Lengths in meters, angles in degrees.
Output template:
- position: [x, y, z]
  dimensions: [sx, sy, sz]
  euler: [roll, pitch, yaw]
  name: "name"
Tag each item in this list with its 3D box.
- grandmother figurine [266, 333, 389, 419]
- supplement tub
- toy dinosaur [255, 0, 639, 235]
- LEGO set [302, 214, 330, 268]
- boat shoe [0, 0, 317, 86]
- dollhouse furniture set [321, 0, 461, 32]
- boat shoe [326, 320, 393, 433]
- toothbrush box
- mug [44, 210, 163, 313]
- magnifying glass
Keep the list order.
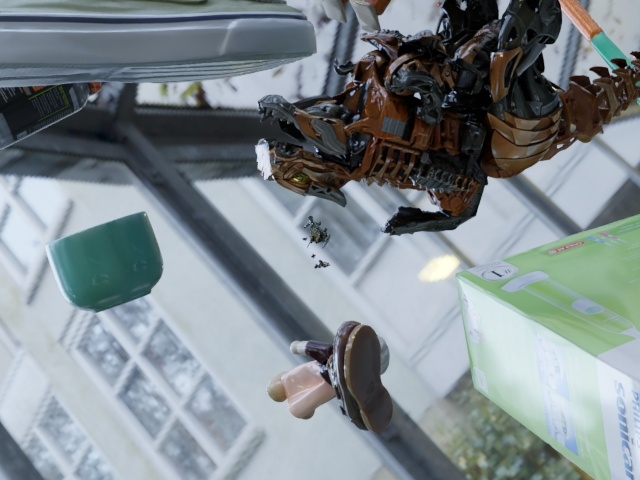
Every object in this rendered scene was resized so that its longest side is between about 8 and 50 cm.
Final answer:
- position: [0.033, 0.268, 2.157]
  dimensions: [0.342, 0.207, 0.104]
  euler: [-40, 27, 52]
  name: "grandmother figurine"
- position: [-0.445, -0.231, 1.679]
  dimensions: [0.190, 0.117, 0.117]
  euler: [-30, -23, -19]
  name: "supplement tub"
- position: [0.108, -0.119, 0.772]
  dimensions: [0.321, 0.164, 0.219]
  euler: [-17, -72, -38]
  name: "toy dinosaur"
- position: [-0.002, 0.001, 1.642]
  dimensions: [0.023, 0.054, 0.083]
  euler: [-21, -62, -45]
  name: "LEGO set"
- position: [-0.135, -0.169, 0.802]
  dimensions: [0.302, 0.094, 0.109]
  euler: [-7, 1, -34]
  name: "boat shoe"
- position: [0.159, -0.476, 1.921]
  dimensions: [0.262, 0.259, 0.135]
  euler: [-59, -26, -15]
  name: "dollhouse furniture set"
- position: [0.041, 0.180, 1.436]
  dimensions: [0.073, 0.073, 0.207]
  euler: [-45, -39, -32]
  name: "boat shoe"
- position: [0.267, 0.085, 0.873]
  dimensions: [0.206, 0.122, 0.283]
  euler: [-17, 17, -16]
  name: "toothbrush box"
- position: [-0.258, 0.031, 1.320]
  dimensions: [0.129, 0.097, 0.158]
  euler: [-20, 2, -11]
  name: "mug"
- position: [0.339, -0.219, 1.275]
  dimensions: [0.026, 0.231, 0.092]
  euler: [-37, -29, 16]
  name: "magnifying glass"
